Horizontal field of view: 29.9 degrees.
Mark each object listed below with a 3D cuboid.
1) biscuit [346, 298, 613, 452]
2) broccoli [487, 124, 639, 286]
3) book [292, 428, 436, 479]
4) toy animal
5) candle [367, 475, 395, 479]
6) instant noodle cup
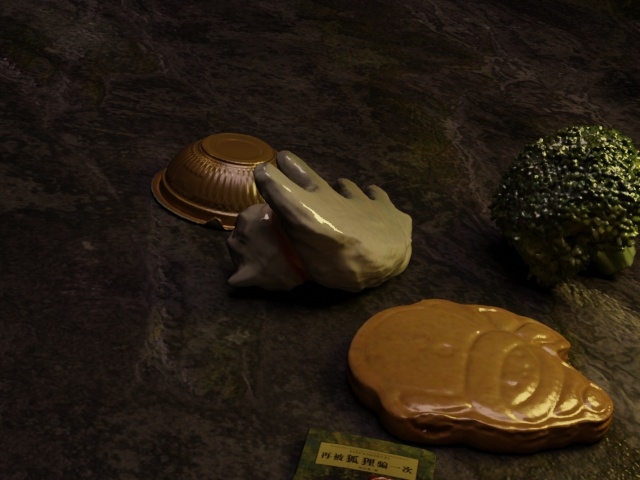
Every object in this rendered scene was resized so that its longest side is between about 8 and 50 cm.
[{"bbox_3d":[0.210,0.172,1.607,0.351,0.057,0.312,9,29,-1],"label":"biscuit"},{"bbox_3d":[0.393,-0.053,1.900,0.235,0.260,0.288,-8,27,-2],"label":"broccoli"},{"bbox_3d":[0.043,0.297,1.351,0.160,0.024,0.228,11,28,6],"label":"book"},{"bbox_3d":[0.000,0.000,1.801,0.266,0.188,0.308,32,18,-1],"label":"toy animal"},{"bbox_3d":[0.201,0.320,1.299,0.329,0.048,0.051,18,2,1],"label":"candle"},{"bbox_3d":[-0.144,-0.115,2.005,0.274,0.091,0.274,8,27,-4],"label":"instant noodle cup"}]
